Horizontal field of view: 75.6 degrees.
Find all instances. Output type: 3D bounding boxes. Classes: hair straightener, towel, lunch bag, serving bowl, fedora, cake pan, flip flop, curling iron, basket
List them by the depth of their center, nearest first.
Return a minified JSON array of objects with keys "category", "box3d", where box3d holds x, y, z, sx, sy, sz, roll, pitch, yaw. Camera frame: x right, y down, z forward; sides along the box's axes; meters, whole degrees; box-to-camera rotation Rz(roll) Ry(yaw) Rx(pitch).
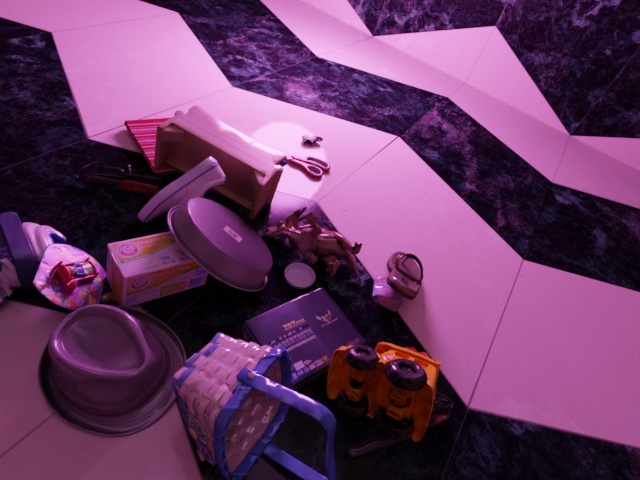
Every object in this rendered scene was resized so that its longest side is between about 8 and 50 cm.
[{"category":"basket","box3d":[-0.103,0.314,0.726,0.289,0.254,0.201,15,39,22]},{"category":"fedora","box3d":[-0.397,0.219,0.784,0.276,0.124,0.243,34,51,12]},{"category":"curling iron","box3d":[0.176,0.402,0.891,0.274,0.035,0.068,-16,37,-27]},{"category":"cake pan","box3d":[-0.230,0.000,1.006,0.293,0.054,0.293,40,14,-12]},{"category":"serving bowl","box3d":[-0.057,0.099,1.105,0.084,0.027,0.083,10,45,-10]},{"category":"lunch bag","box3d":[0.181,0.144,1.131,0.084,0.053,0.071,26,43,-11]},{"category":"flip flop","box3d":[0.242,0.080,1.147,0.112,0.080,0.277,30,17,8]},{"category":"hair straightener","box3d":[-0.575,-0.181,1.188,0.231,0.047,0.088,5,45,-9]},{"category":"towel","box3d":[-0.497,-0.315,1.351,0.199,0.031,0.274,-18,57,-35]}]

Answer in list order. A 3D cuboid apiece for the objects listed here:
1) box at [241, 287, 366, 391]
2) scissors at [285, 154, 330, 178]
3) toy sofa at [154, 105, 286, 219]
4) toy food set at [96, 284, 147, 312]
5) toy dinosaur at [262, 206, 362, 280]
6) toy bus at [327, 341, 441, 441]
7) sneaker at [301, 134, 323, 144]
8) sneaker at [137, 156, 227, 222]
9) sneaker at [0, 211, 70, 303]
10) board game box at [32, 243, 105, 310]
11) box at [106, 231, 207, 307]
[{"category":"box","box3d":[-0.039,0.228,0.962,0.233,0.059,0.183,-19,55,-34]},{"category":"scissors","box3d":[-0.110,-0.297,1.484,0.298,0.021,0.108,21,46,3]},{"category":"toy sofa","box3d":[-0.295,-0.238,1.241,0.363,0.150,0.177,29,44,1]},{"category":"toy food set","box3d":[-0.458,0.154,0.914,0.122,0.019,0.078,33,45,2]},{"category":"toy dinosaur","box3d":[0.000,0.000,1.169,0.296,0.127,0.200,27,5,-16]},{"category":"toy bus","box3d":[0.153,0.293,0.912,0.221,0.149,0.211,16,20,23]},{"category":"sneaker","box3d":[-0.031,-0.384,1.592,0.084,0.031,0.036,-1,61,-14]},{"category":"sneaker","box3d":[-0.368,-0.117,1.109,0.091,0.258,0.094,54,0,-13]},{"category":"sneaker","box3d":[-0.647,0.079,0.835,0.237,0.130,0.322,0,42,-15]},{"category":"board game box","box3d":[-0.515,0.068,0.872,0.133,0.033,0.168,39,23,-38]},{"category":"box","box3d":[-0.372,0.058,0.954,0.203,0.114,0.103,-16,55,-39]}]
